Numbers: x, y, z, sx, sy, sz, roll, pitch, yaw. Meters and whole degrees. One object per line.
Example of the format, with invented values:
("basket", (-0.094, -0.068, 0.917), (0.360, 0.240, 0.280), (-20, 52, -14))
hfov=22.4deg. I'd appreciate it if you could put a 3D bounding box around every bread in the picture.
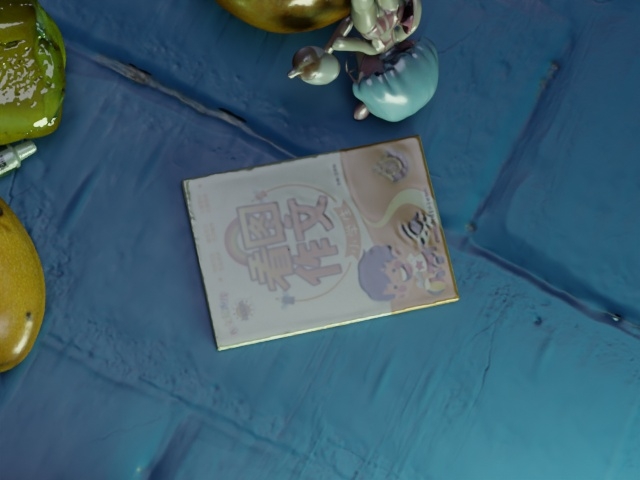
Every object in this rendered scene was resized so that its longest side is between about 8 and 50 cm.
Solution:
("bread", (-0.476, -0.172, 1.823), (0.383, 0.112, 0.166), (-11, 100, -15))

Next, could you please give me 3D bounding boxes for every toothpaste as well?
("toothpaste", (-0.421, -0.065, 1.858), (0.204, 0.031, 0.049), (-27, 90, -10))

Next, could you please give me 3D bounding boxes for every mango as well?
("mango", (-0.403, 0.022, 1.803), (0.157, 0.109, 0.262), (-34, 100, -17))

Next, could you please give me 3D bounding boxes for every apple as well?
("apple", (-0.043, -0.356, 1.900), (0.237, 0.207, 0.237), (-1, 97, -11))

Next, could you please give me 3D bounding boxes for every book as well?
("book", (0.000, 0.000, 1.907), (0.295, 0.020, 0.208), (-12, 80, -10))

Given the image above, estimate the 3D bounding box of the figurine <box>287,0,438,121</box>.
("figurine", (0.061, -0.224, 1.845), (0.205, 0.260, 0.103), (-41, 60, -18))
